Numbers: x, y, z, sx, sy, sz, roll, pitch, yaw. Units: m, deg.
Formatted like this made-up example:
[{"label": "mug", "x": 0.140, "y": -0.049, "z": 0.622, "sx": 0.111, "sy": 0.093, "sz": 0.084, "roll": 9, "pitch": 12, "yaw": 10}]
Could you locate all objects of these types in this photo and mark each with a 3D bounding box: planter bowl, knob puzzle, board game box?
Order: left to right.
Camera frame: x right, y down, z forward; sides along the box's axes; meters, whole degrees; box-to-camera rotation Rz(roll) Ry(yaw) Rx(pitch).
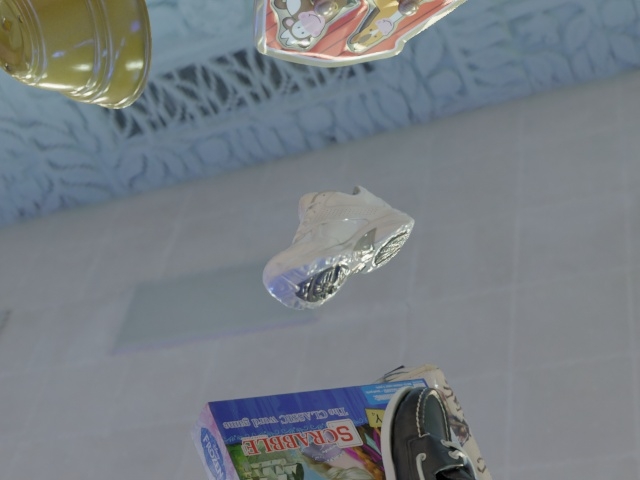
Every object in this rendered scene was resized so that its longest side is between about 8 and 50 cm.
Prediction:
[{"label": "planter bowl", "x": -0.257, "y": -0.210, "z": 1.111, "sx": 0.090, "sy": 0.217, "sz": 0.217, "roll": -31, "pitch": -151, "yaw": -36}, {"label": "knob puzzle", "x": 0.028, "y": -0.212, "z": 1.034, "sx": 0.213, "sy": 0.213, "sz": 0.030, "roll": -26, "pitch": -128, "yaw": 4}, {"label": "board game box", "x": 0.051, "y": 0.313, "z": 1.377, "sx": 0.318, "sy": 0.066, "sz": 0.318, "roll": -3, "pitch": -132, "yaw": -33}]

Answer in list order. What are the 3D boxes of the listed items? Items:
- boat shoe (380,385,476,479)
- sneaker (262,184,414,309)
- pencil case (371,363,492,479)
[{"label": "boat shoe", "x": 0.119, "y": 0.263, "z": 1.220, "sx": 0.091, "sy": 0.114, "sz": 0.303, "roll": -24, "pitch": -142, "yaw": 25}, {"label": "sneaker", "x": 0.000, "y": 0.000, "z": 1.386, "sx": 0.115, "sy": 0.090, "sz": 0.232, "roll": 42, "pitch": -142, "yaw": 20}, {"label": "pencil case", "x": 0.180, "y": 0.396, "z": 1.857, "sx": 0.160, "sy": 0.410, "sz": 0.183, "roll": -21, "pitch": 176, "yaw": -44}]
